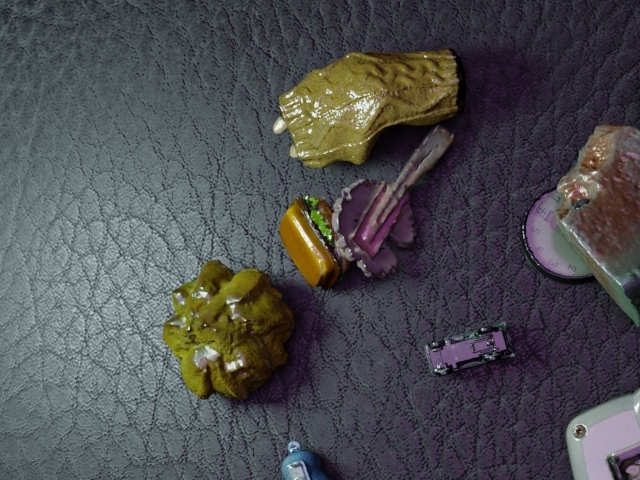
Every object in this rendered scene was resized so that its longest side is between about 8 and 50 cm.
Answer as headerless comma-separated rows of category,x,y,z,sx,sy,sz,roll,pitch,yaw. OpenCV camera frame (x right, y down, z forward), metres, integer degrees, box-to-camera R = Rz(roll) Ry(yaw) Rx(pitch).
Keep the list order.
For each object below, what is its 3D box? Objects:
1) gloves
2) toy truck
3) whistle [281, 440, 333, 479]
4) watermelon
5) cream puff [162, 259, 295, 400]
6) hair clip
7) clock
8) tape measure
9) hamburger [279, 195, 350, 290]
gloves,0.082,-0.252,1.904,0.356,0.155,0.203,-20,44,10
toy truck,0.257,0.188,1.852,0.147,0.079,0.065,-16,79,7
whistle,-0.003,0.476,1.858,0.180,0.093,0.269,-20,84,8
watermelon,0.521,-0.029,1.759,0.302,0.151,0.264,41,78,2
cream puff,-0.169,0.157,1.901,0.244,0.196,0.244,-2,52,3
hair clip,0.133,-0.078,1.903,0.173,0.069,0.300,41,75,-17
clock,0.440,-0.016,1.869,0.184,0.040,0.185,-2,81,11
tape measure,0.543,0.372,1.743,0.265,0.130,0.258,-25,79,6
hamburger,0.000,0.000,1.910,0.087,0.137,0.166,-24,76,-24
